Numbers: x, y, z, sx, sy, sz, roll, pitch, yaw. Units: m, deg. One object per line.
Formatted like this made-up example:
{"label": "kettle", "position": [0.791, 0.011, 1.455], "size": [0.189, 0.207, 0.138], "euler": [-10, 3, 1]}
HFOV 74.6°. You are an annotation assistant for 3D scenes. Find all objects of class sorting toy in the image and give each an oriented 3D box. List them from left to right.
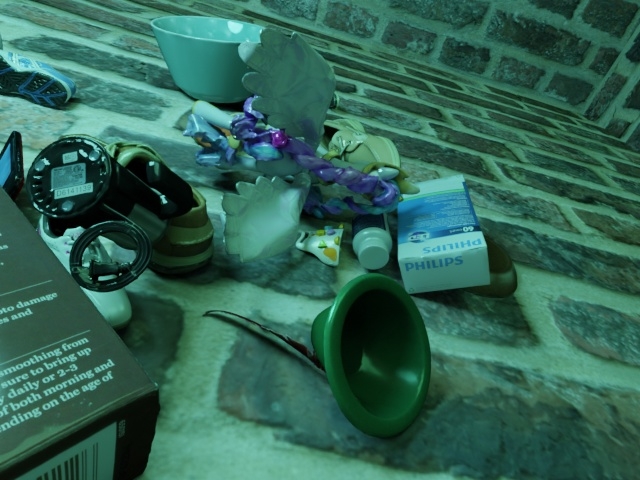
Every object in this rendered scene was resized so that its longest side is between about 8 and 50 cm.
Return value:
{"label": "sorting toy", "position": [0.000, 0.000, 0.707], "size": [0.075, 0.044, 0.083], "euler": [4, 32, 11]}

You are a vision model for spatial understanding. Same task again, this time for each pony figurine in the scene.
{"label": "pony figurine", "position": [-0.057, -0.141, 0.687], "size": [0.364, 0.302, 0.351], "euler": [25, 15, 37]}

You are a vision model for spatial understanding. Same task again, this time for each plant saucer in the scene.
{"label": "plant saucer", "position": [0.291, 0.027, 0.806], "size": [0.199, 0.036, 0.198], "euler": [12, 35, -9]}

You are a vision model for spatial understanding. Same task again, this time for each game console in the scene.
{"label": "game console", "position": [-0.462, -0.082, 0.551], "size": [0.085, 0.124, 0.144], "euler": [23, 23, -48]}

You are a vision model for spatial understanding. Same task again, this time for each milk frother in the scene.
{"label": "milk frother", "position": [-0.212, -0.013, 0.444], "size": [0.129, 0.134, 0.143], "euler": [6, 76, 7]}

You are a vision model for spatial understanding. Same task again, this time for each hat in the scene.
{"label": "hat", "position": [0.009, 0.132, 0.534], "size": [0.173, 0.184, 0.208], "euler": [-34, 102, -42]}

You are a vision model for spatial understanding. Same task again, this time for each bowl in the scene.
{"label": "bowl", "position": [-0.267, -0.464, 1.087], "size": [0.312, 0.163, 0.311], "euler": [7, 35, -5]}

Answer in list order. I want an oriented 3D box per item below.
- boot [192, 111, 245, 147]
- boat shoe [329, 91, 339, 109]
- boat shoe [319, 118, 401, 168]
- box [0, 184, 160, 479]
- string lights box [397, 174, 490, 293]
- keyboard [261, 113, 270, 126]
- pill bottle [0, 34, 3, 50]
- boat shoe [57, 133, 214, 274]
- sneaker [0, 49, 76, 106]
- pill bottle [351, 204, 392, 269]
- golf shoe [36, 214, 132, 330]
{"label": "boot", "position": [-0.193, -0.229, 0.915], "size": [0.085, 0.059, 0.158], "euler": [40, 47, 22]}
{"label": "boat shoe", "position": [0.012, -0.452, 1.329], "size": [0.049, 0.056, 0.152], "euler": [-6, 32, -25]}
{"label": "boat shoe", "position": [0.070, -0.188, 0.937], "size": [0.110, 0.121, 0.341], "euler": [0, 28, -19]}
{"label": "box", "position": [-0.326, 0.074, 0.346], "size": [0.381, 0.143, 0.191], "euler": [39, 37, 25]}
{"label": "string lights box", "position": [0.208, -0.022, 0.750], "size": [0.134, 0.076, 0.259], "euler": [-9, 31, 16]}
{"label": "keyboard", "position": [-0.143, -0.327, 1.102], "size": [0.108, 0.023, 0.180], "euler": [1, 37, -35]}
{"label": "pill bottle", "position": [-0.769, -0.409, 0.824], "size": [0.118, 0.117, 0.208], "euler": [34, 37, 20]}
{"label": "boat shoe", "position": [-0.269, -0.086, 0.614], "size": [0.324, 0.119, 0.123], "euler": [34, 37, 20]}
{"label": "sneaker", "position": [-0.604, -0.331, 0.844], "size": [0.211, 0.080, 0.081], "euler": [23, 27, -12]}
{"label": "pill bottle", "position": [0.088, -0.006, 0.725], "size": [0.067, 0.067, 0.120], "euler": [14, 34, -7]}
{"label": "golf shoe", "position": [-0.278, 0.029, 0.482], "size": [0.186, 0.085, 0.068], "euler": [40, 38, 25]}
